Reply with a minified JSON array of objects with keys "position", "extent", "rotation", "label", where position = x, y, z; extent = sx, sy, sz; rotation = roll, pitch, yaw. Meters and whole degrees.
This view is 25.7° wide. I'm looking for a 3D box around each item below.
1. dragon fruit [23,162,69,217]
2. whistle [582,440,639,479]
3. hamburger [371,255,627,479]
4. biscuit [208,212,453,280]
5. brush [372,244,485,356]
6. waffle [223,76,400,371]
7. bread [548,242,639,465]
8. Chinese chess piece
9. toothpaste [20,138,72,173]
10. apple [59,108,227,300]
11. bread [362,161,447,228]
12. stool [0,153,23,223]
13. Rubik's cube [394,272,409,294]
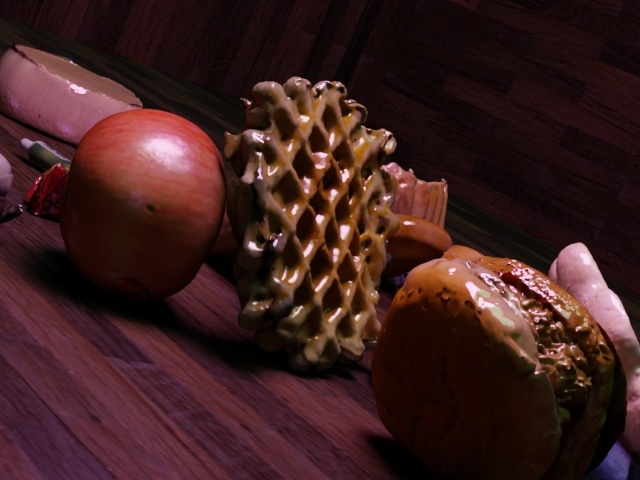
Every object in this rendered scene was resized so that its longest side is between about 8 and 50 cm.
[{"position":[-0.323,-0.053,1.698],"extent":[0.097,0.063,0.131],"rotation":[56,-7,-27],"label":"dragon fruit"},{"position":[0.229,0.165,1.414],"extent":[0.304,0.062,0.062],"rotation":[49,15,12],"label":"whistle"},{"position":[0.154,0.130,1.298],"extent":[0.163,0.244,0.244],"rotation":[-15,34,-40],"label":"hamburger"},{"position":[0.000,0.000,1.760],"extent":[0.236,0.062,0.290],"rotation":[17,-18,-27],"label":"biscuit"},{"position":[0.169,0.118,1.597],"extent":[0.166,0.174,0.267],"rotation":[36,-4,5],"label":"brush"},{"position":[-0.007,-0.017,1.503],"extent":[0.073,0.317,0.297],"rotation":[-4,-9,31],"label":"waffle"},{"position":[0.315,0.154,1.510],"extent":[0.054,0.316,0.316],"rotation":[-20,12,0],"label":"bread"},{"position":[-0.408,-0.227,2.259],"extent":[0.249,0.103,0.250],"rotation":[24,9,-4],"label":"Chinese chess piece"},{"position":[-0.332,-0.087,1.875],"extent":[0.204,0.032,0.049],"rotation":[32,12,29],"label":"toothpaste"},{"position":[-0.188,-0.037,1.453],"extent":[0.164,0.210,0.209],"rotation":[16,11,-16],"label":"apple"},{"position":[0.062,-0.038,2.115],"extent":[0.274,0.149,0.274],"rotation":[-3,-11,-1],"label":"bread"},{"position":[-0.402,-0.087,1.442],"extent":[0.217,0.121,0.125],"rotation":[20,7,8],"label":"stool"},{"position":[0.162,0.063,2.061],"extent":[0.093,0.111,0.111],"rotation":[47,2,-19],"label":"Rubik's cube"}]
